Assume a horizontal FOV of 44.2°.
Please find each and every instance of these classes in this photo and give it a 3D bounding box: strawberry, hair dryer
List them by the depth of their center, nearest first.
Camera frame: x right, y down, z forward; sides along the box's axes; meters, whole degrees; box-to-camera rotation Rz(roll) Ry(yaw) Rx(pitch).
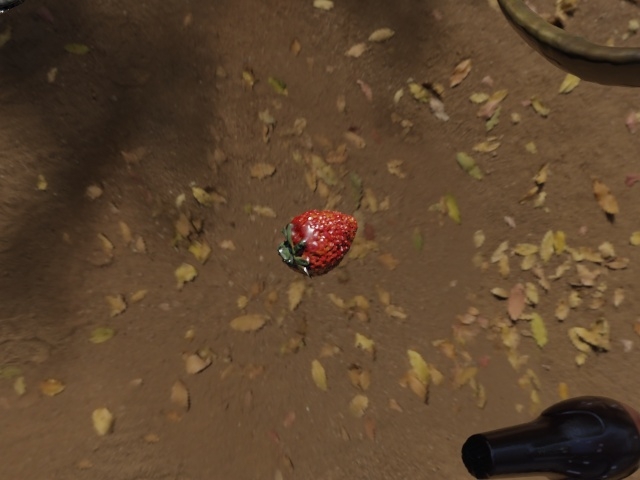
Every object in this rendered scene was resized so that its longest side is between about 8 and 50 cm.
[{"bbox_3d":[0.345,0.389,1.058,0.313,0.123,0.340,-3,80,-33],"label":"hair dryer"},{"bbox_3d":[-0.001,0.007,1.423,0.148,0.131,0.131,1,85,-35],"label":"strawberry"}]

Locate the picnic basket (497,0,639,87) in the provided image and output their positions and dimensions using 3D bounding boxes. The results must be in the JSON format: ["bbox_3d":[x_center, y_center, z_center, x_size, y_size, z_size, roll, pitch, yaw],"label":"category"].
[{"bbox_3d":[0.257,-0.239,0.517,0.337,0.293,0.337,-13,129,-17],"label":"picnic basket"}]

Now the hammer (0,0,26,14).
[{"bbox_3d":[-0.342,-0.265,0.794,0.125,0.297,0.027,-25,101,-21],"label":"hammer"}]
